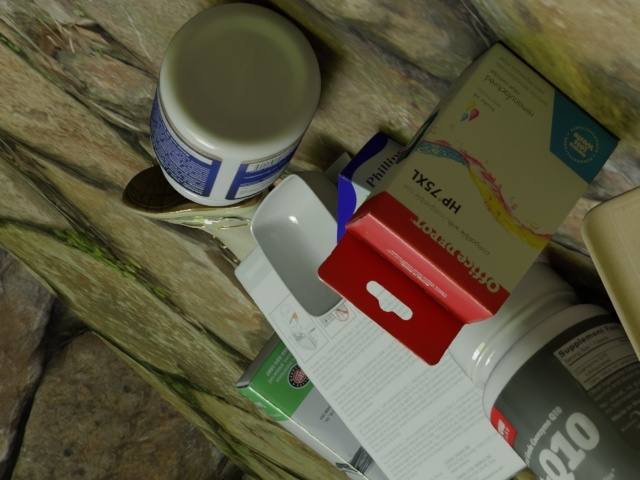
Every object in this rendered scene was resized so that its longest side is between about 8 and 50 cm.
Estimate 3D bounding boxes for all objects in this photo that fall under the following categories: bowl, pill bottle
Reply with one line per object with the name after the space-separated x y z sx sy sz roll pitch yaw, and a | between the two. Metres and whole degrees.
0.000 0.000 1.980 0.142 0.053 0.142 55 142 10 | bowl
0.260 0.166 1.781 0.283 0.161 0.161 49 171 27 | pill bottle
-0.092 -0.124 1.829 0.153 0.153 0.265 37 164 0 | pill bottle

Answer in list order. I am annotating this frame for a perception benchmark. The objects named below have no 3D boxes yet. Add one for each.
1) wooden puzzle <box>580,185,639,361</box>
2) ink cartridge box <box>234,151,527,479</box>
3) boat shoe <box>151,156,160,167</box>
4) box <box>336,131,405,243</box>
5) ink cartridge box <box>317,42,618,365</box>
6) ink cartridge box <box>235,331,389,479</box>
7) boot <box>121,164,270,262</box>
0.321 0.045 1.422 0.238 0.044 0.221 -28 86 60 | wooden puzzle
0.102 0.106 2.060 0.385 0.091 0.308 52 142 6 | ink cartridge box
-0.198 -0.090 2.371 0.050 0.045 0.135 35 164 10 | boat shoe
0.090 -0.019 1.842 0.137 0.072 0.126 32 150 20 | box
0.118 -0.027 1.496 0.134 0.231 0.078 38 165 -6 | ink cartridge box
0.074 0.186 2.258 0.289 0.211 0.121 39 167 -5 | ink cartridge box
-0.129 -0.023 2.301 0.213 0.077 0.165 2 149 32 | boot
